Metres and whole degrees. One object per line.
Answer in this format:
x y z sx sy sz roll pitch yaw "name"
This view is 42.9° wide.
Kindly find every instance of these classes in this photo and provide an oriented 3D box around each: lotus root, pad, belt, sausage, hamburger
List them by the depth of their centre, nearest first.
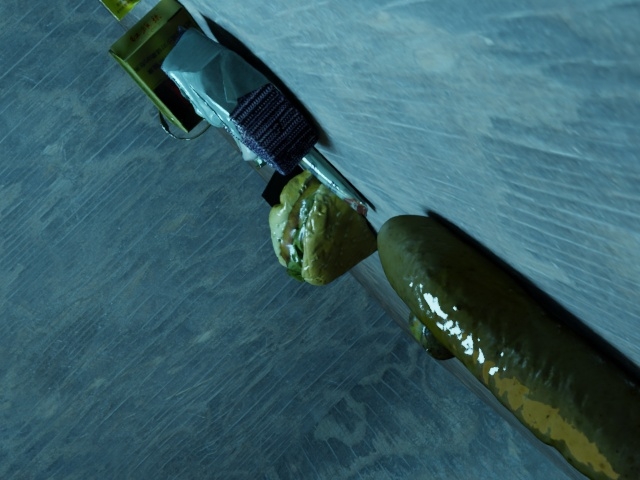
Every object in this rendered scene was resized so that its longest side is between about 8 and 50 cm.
0.222 0.113 0.982 0.136 0.123 0.501 6 -151 -45 "sausage"
-0.138 -0.233 1.395 0.325 0.122 0.260 42 180 44 "belt"
0.238 0.169 1.621 0.120 0.120 0.209 44 176 35 "lotus root"
-0.003 0.000 1.825 0.162 0.209 0.330 45 179 28 "hamburger"
-0.037 -0.080 1.963 0.004 0.164 0.243 -16 126 42 "pad"

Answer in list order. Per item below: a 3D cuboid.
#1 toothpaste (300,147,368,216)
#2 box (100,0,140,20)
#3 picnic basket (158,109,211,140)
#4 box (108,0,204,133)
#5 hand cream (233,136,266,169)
0.005 -0.133 1.540 0.239 0.039 0.062 44 170 8 "toothpaste"
-0.466 -0.569 1.783 0.156 0.089 0.022 49 175 -25 "box"
-0.301 -0.320 1.924 0.128 0.178 0.138 46 177 0 "picnic basket"
-0.278 -0.336 1.585 0.071 0.159 0.240 42 174 35 "box"
-0.252 -0.341 2.225 0.336 0.076 0.121 53 175 -8 "hand cream"
